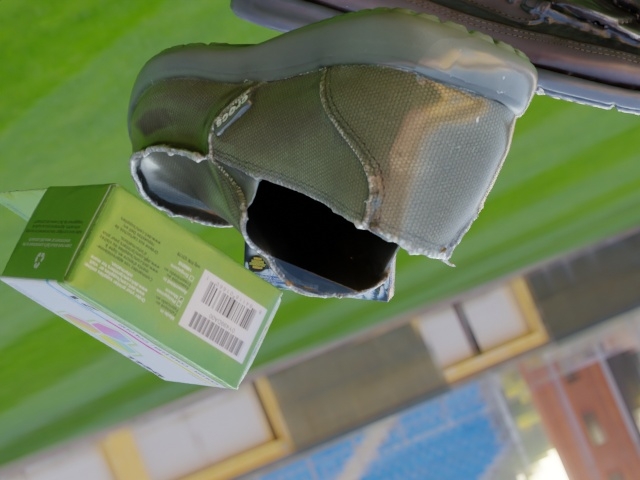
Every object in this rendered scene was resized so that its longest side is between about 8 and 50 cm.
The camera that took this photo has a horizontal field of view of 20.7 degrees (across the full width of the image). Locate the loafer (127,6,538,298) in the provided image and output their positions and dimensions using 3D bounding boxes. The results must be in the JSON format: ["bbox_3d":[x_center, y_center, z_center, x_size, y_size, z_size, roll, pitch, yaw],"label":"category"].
[{"bbox_3d":[-0.015,-0.026,0.668,0.094,0.087,0.251,18,169,-23],"label":"loafer"}]

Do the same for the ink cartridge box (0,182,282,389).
[{"bbox_3d":[-0.184,0.039,1.512,0.255,0.189,0.097,-1,-121,56],"label":"ink cartridge box"}]

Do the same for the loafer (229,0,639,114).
[{"bbox_3d":[0.096,-0.139,0.984,0.303,0.095,0.109,14,-168,14],"label":"loafer"}]

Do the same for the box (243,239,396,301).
[{"bbox_3d":[0.000,0.000,1.564,0.137,0.094,0.027,6,-165,14],"label":"box"}]
